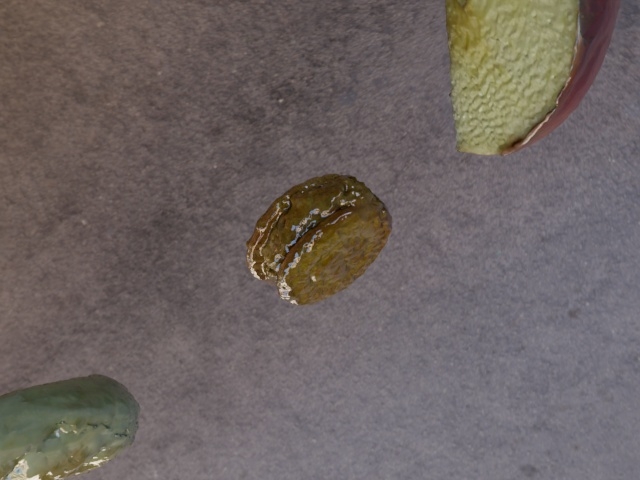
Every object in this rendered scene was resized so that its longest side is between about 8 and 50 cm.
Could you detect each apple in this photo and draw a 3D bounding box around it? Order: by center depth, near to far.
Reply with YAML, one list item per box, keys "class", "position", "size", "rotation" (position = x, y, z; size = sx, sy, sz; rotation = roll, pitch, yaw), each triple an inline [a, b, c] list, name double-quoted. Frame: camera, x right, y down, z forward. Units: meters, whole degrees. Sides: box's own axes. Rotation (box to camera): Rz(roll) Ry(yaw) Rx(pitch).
- class: "apple"
  position: [0.208, -0.246, 0.687]
  size: [0.179, 0.254, 0.346]
  rotation: [5, 121, 23]

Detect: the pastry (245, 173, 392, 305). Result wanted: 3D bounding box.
- class: "pastry"
  position: [0.000, 0.000, 0.473]
  size: [0.057, 0.097, 0.109]
  rotation: [45, 126, 24]

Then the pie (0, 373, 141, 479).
- class: "pie"
  position: [-0.203, 0.139, 0.339]
  size: [0.240, 0.240, 0.054]
  rotation: [-36, 81, 26]
